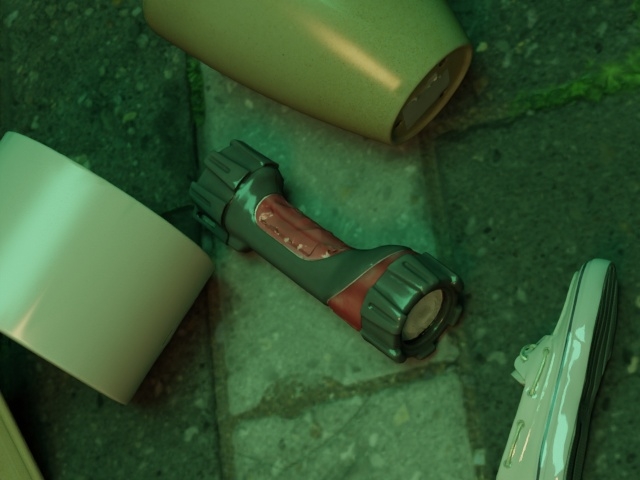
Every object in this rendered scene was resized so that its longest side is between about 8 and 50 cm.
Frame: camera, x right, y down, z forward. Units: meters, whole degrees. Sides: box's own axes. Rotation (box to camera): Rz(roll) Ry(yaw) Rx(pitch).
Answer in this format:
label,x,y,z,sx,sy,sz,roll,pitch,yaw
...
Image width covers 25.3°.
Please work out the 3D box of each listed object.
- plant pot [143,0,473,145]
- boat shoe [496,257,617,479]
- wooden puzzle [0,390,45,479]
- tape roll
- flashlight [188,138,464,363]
label,x,y,z,sx,sy,sz,roll,pitch,yaw
plant pot,0.010,-0.226,1.426,0.274,0.256,0.256,41,87,15
boat shoe,0.204,0.119,1.253,0.076,0.083,0.226,8,72,25
wooden puzzle,-0.413,0.185,1.450,0.239,0.221,0.044,-15,19,19
tape roll,-0.251,0.029,1.400,0.246,0.246,0.169,27,79,31
flashlight,0.000,0.000,1.390,0.103,0.103,0.304,-34,53,-25
